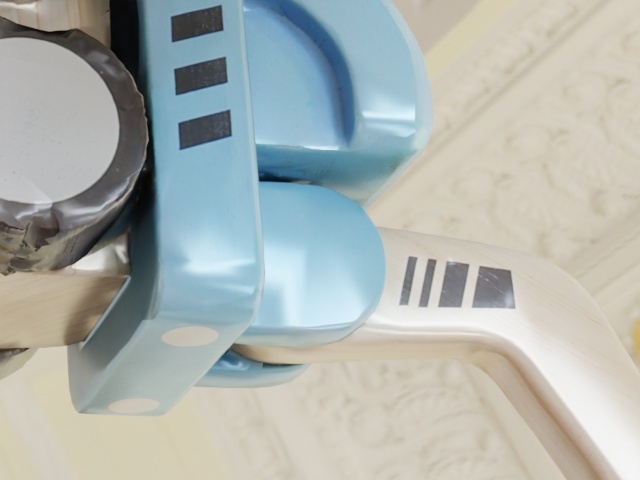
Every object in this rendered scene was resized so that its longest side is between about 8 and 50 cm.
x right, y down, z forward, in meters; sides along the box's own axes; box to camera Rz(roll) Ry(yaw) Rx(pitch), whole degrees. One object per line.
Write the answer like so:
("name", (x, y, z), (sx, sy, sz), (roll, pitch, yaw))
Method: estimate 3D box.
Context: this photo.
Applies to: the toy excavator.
("toy excavator", (0.000, 0.000, 0.865), (0.222, 0.445, 0.433), (130, -42, -60))
